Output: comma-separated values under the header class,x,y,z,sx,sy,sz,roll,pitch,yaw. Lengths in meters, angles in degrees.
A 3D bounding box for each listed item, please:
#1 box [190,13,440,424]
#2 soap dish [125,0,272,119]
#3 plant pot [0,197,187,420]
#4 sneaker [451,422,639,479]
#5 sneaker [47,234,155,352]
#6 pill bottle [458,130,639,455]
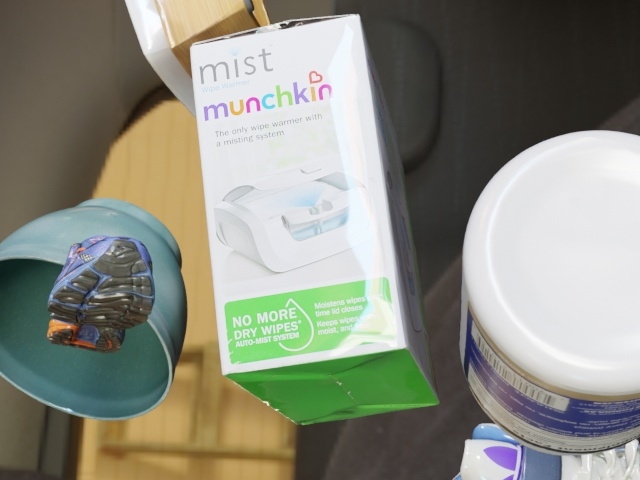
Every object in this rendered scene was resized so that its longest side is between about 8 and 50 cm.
class,x,y,z,sx,sy,sz,roll,pitch,yaw
box,0.000,0.000,0.925,0.262,0.127,0.231,58,-156,-71
soap dish,-0.135,-0.283,1.328,0.229,0.118,0.291,52,-162,-69
plant pot,-0.297,0.069,1.674,0.196,0.293,0.293,-65,-17,-45
sneaker,0.256,0.240,1.214,0.323,0.236,0.130,-38,35,49
sneaker,-0.188,0.031,1.063,0.221,0.083,0.087,142,134,-63
pill bottle,0.163,0.050,0.799,0.265,0.153,0.153,77,-166,-70
